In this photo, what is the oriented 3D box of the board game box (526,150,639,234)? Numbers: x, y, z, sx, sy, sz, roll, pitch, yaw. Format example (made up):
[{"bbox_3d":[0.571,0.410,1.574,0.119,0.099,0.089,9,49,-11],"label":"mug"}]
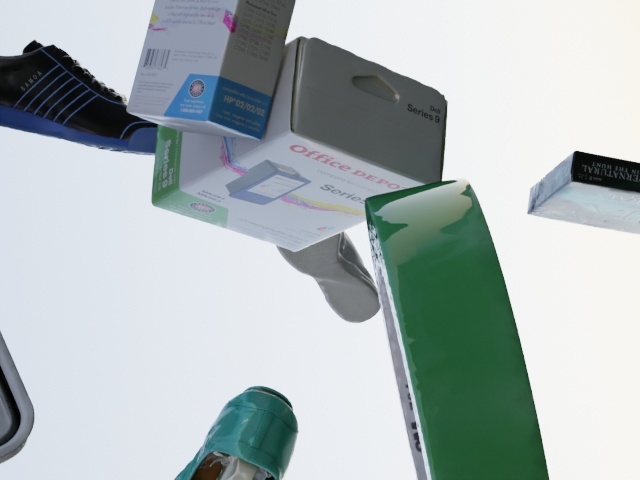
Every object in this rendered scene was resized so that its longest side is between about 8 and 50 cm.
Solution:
[{"bbox_3d":[0.267,-0.027,1.356,0.126,0.186,0.026,126,153,-76],"label":"board game box"}]

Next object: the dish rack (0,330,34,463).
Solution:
[{"bbox_3d":[-0.514,0.179,2.114,0.333,0.285,0.072,60,168,31],"label":"dish rack"}]

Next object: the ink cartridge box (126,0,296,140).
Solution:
[{"bbox_3d":[-0.077,-0.175,1.354,0.061,0.104,0.181,18,-95,-44],"label":"ink cartridge box"}]

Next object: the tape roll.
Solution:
[{"bbox_3d":[0.099,0.119,1.246,0.321,0.077,0.321,169,90,-89],"label":"tape roll"}]

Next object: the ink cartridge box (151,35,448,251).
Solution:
[{"bbox_3d":[-0.020,-0.075,1.440,0.154,0.212,0.093,19,-117,-32],"label":"ink cartridge box"}]

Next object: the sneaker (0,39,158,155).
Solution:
[{"bbox_3d":[-0.244,-0.141,1.694,0.081,0.232,0.090,-136,58,-89],"label":"sneaker"}]

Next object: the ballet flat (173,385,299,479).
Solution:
[{"bbox_3d":[-0.086,0.218,1.429,0.087,0.083,0.247,-65,0,-46],"label":"ballet flat"}]

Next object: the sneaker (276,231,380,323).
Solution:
[{"bbox_3d":[0.000,0.000,2.053,0.212,0.080,0.094,59,-167,-33],"label":"sneaker"}]
